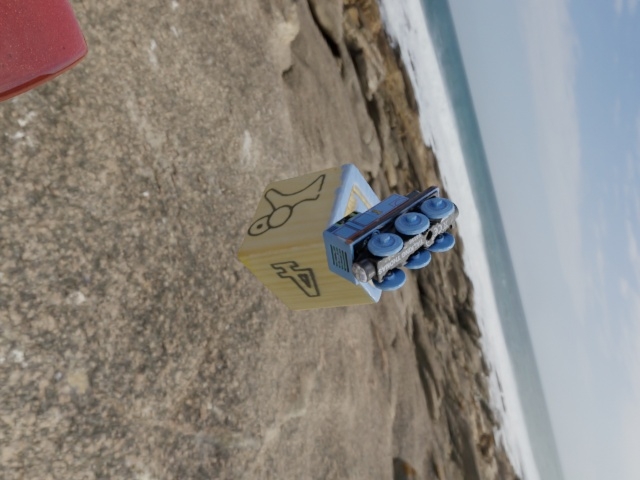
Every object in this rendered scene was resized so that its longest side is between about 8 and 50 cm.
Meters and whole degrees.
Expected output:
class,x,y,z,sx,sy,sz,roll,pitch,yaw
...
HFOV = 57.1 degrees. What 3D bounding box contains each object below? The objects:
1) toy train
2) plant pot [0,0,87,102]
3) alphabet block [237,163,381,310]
class,x,y,z,sx,sy,sz,roll,pitch,yaw
toy train,0.094,-0.009,0.753,0.184,0.105,0.080,-33,131,-30
plant pot,-0.381,-0.201,0.445,0.235,0.268,0.267,-95,175,-52
alphabet block,0.000,0.000,1.089,0.193,0.197,0.192,51,45,-36
